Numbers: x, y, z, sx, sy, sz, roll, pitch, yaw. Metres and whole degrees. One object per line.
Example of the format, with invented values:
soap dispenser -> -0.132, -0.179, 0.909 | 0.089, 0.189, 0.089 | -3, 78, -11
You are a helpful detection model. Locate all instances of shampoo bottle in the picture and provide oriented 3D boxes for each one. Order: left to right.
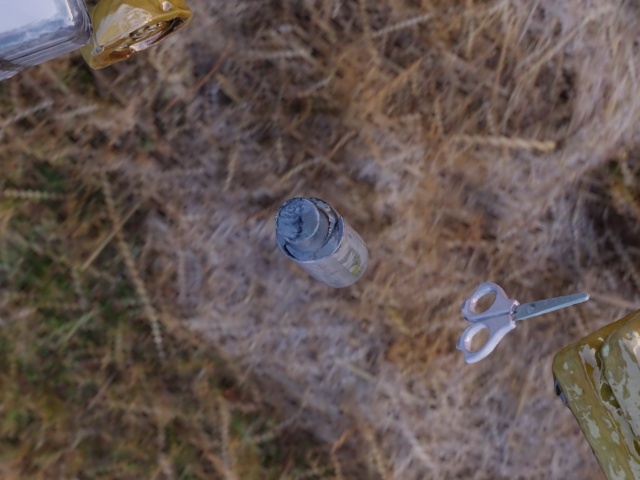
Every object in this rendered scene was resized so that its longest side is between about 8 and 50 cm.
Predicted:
shampoo bottle -> 0.000, 0.000, 1.562 | 0.072, 0.214, 0.072 | -2, 79, 11

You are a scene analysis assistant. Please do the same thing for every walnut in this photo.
walnut -> -0.168, -0.194, 1.375 | 0.091, 0.121, 0.052 | -33, 86, 36

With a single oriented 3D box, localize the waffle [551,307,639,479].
waffle -> 0.328, 0.099, 1.081 | 0.098, 0.328, 0.224 | -29, 87, 57

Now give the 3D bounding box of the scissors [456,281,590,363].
scissors -> 0.221, 0.078, 1.724 | 0.015, 0.100, 0.189 | 32, 148, -32

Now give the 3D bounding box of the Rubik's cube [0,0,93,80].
Rubik's cube -> -0.270, -0.176, 0.844 | 0.238, 0.237, 0.237 | -21, 98, -6
